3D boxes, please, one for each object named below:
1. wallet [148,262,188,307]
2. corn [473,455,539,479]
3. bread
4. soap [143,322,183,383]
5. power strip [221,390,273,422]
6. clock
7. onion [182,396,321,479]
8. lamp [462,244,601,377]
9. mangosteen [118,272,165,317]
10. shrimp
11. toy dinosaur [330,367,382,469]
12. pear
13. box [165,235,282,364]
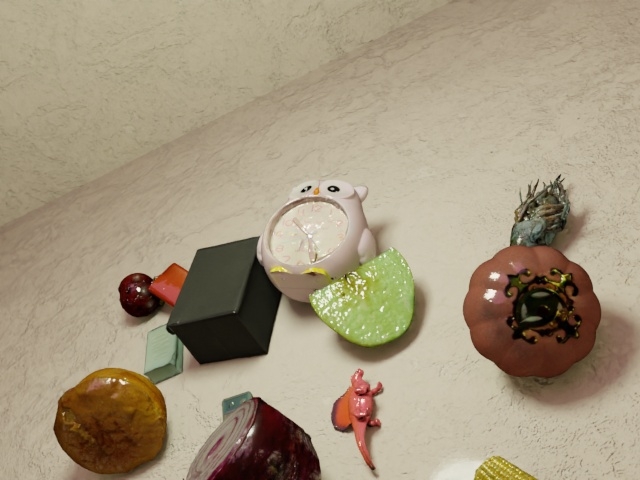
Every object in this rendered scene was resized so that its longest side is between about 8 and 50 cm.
[{"bbox_3d":[-0.475,0.173,2.274,0.204,0.045,0.142,29,58,21],"label":"wallet"},{"bbox_3d":[0.401,0.500,1.250,0.093,0.093,0.244,-43,34,-19],"label":"corn"},{"bbox_3d":[-0.578,0.494,1.819,0.312,0.312,0.172,-24,18,8],"label":"bread"},{"bbox_3d":[-0.504,0.358,2.117,0.114,0.063,0.198,-24,35,5],"label":"soap"},{"bbox_3d":[-0.181,0.490,1.728,0.145,0.061,0.215,-20,35,3],"label":"power strip"},{"bbox_3d":[0.000,0.000,2.010,0.368,0.250,0.376,1,56,20],"label":"clock"},{"bbox_3d":[-0.130,0.518,1.470,0.282,0.260,0.337,-58,11,-30],"label":"onion"},{"bbox_3d":[0.474,0.163,1.498,0.305,0.239,0.305,-1,75,2],"label":"lamp"},{"bbox_3d":[-0.631,0.192,2.357,0.180,0.166,0.166,-11,29,-19],"label":"mangosteen"},{"bbox_3d":[0.618,-0.077,1.782,0.172,0.137,0.372,-4,49,47],"label":"shrimp"},{"bbox_3d":[0.075,0.439,1.605,0.139,0.070,0.286,-24,36,26],"label":"toy dinosaur"},{"bbox_3d":[0.148,0.192,1.806,0.288,0.139,0.239,-30,55,-11],"label":"pear"},{"bbox_3d":[-0.283,0.187,2.050,0.251,0.204,0.345,-13,37,22],"label":"box"}]
